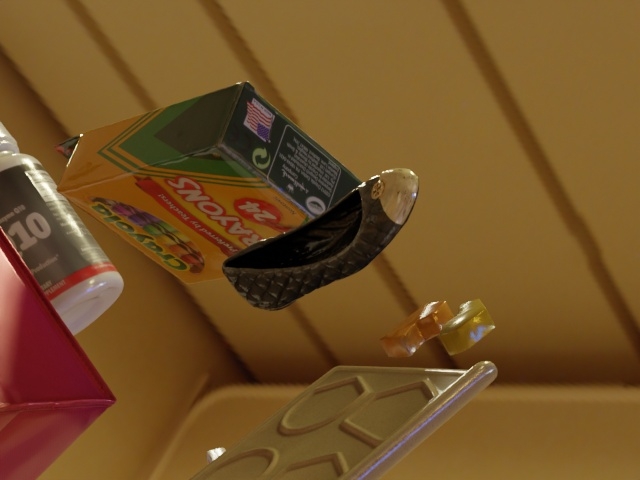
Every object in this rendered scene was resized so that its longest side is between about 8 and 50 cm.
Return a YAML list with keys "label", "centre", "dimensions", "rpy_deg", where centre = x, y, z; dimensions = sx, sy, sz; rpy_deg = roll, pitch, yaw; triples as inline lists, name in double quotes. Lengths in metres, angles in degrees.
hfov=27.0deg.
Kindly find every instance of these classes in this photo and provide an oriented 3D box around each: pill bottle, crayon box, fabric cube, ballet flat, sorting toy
- label: "pill bottle"
  centre: [-0.398, -0.009, 1.736]
  dimensions: [0.283, 0.161, 0.161]
  rpy_deg: [53, -34, 11]
- label: "crayon box"
  centre: [-0.127, -0.046, 1.384]
  dimensions: [0.318, 0.081, 0.202]
  rpy_deg: [-11, -39, 45]
- label: "fabric cube"
  centre: [-0.387, 0.124, 1.132]
  dimensions: [0.258, 0.259, 0.254]
  rpy_deg: [-45, -112, 17]
- label: "ballet flat"
  centre: [0.000, 0.000, 0.925]
  dimensions: [0.049, 0.057, 0.173]
  rpy_deg: [34, -51, -30]
- label: "sorting toy"
  centre: [0.033, 0.137, 1.007]
  dimensions: [0.229, 0.307, 0.041]
  rpy_deg: [-13, -72, 57]

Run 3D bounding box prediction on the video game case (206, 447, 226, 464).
- label: "video game case"
  centre: [-0.069, 0.368, 1.457]
  dimensions: [0.285, 0.025, 0.204]
  rpy_deg: [-145, -135, -70]
